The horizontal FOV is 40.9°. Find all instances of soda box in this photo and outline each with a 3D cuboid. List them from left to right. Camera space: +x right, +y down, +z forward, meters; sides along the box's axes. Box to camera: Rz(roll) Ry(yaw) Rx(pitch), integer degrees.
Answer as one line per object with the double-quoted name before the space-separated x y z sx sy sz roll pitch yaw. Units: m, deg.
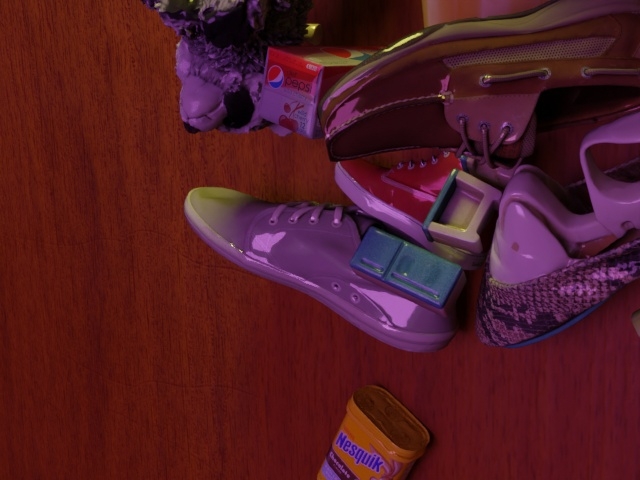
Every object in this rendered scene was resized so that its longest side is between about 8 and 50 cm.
"soda box" 0.054 -0.180 1.013 0.092 0.263 0.083 27 117 36

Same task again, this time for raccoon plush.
"raccoon plush" -0.024 -0.314 1.048 0.446 0.299 0.216 -38 65 2

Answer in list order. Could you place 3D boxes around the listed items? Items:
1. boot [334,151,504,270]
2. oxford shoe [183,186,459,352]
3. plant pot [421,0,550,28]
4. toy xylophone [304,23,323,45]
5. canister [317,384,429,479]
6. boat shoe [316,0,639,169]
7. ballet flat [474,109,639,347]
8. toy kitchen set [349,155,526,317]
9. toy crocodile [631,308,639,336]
"boot" 0.136 -0.096 1.085 0.244 0.088 0.176 33 115 30
"oxford shoe" 0.000 0.000 1.174 0.449 0.169 0.130 26 118 30
"plant pot" 0.203 -0.303 0.882 0.254 0.254 0.239 33 135 35
"toy xylophone" -0.051 -0.403 1.149 0.322 0.081 0.236 28 116 22
"canister" 0.071 0.312 1.231 0.126 0.073 0.170 41 125 30
"boat shoe" 0.160 -0.131 0.782 0.324 0.122 0.120 -18 70 3
"ballet flat" 0.301 -0.038 0.864 0.483 0.182 0.164 -30 33 42
"toy kitchen set" 0.118 -0.053 0.918 0.122 0.166 0.207 24 78 24
"toy crocodile" 0.419 0.208 0.857 0.115 0.105 0.340 -26 81 43
